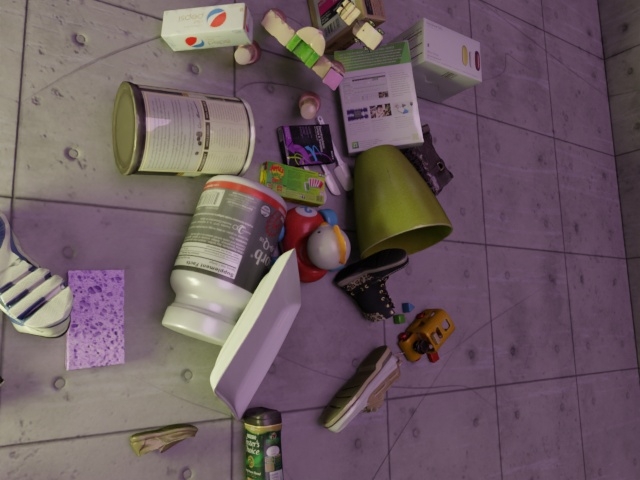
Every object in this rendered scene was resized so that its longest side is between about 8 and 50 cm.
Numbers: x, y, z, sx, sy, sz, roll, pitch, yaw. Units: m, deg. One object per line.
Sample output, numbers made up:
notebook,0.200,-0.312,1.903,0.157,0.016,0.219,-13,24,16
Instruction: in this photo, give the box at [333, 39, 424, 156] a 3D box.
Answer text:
box,0.176,-0.432,1.607,0.232,0.058,0.322,-8,87,1

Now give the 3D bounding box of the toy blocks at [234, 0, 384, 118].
toy blocks,-0.032,-0.541,1.445,0.288,0.309,0.260,38,21,-15

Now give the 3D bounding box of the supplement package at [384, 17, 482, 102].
supplement package,0.368,-0.586,1.744,0.261,0.204,0.145,6,78,-33

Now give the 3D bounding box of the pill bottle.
pill bottle,-0.224,0.049,1.232,0.210,0.210,0.363,26,70,-28

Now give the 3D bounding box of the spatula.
spatula,0.001,-0.238,1.553,0.168,0.019,0.242,-31,98,-28

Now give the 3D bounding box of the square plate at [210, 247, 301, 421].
square plate,-0.144,0.224,1.229,0.049,0.344,0.347,22,64,13

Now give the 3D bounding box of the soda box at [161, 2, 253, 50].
soda box,-0.277,-0.526,1.301,0.069,0.216,0.074,48,43,-73

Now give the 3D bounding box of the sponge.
sponge,-0.487,0.169,1.142,0.117,0.031,0.210,2,81,-34

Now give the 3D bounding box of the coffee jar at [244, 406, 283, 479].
coffee jar,-0.138,0.502,1.282,0.079,0.096,0.185,4,79,-36

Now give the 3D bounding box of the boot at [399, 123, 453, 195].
boot,0.332,-0.248,1.731,0.263,0.091,0.229,-32,99,-36

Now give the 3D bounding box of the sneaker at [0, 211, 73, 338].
sneaker,-0.600,0.088,1.028,0.315,0.182,0.127,41,55,12

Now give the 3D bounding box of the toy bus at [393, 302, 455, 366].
toy bus,0.327,0.299,1.625,0.190,0.104,0.202,13,75,-32

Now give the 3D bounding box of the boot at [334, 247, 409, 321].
boot,0.177,0.129,1.489,0.179,0.236,0.085,54,34,-19

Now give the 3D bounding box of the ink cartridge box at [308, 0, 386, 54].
ink cartridge box,0.071,-0.684,1.541,0.088,0.234,0.193,-10,87,-36

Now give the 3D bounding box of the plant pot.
plant pot,0.208,-0.122,1.544,0.274,0.275,0.294,-3,69,-34

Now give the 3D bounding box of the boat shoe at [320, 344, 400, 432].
boat shoe,0.127,0.428,1.463,0.302,0.113,0.103,-41,100,-33

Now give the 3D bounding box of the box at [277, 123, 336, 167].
box,-0.038,-0.272,1.508,0.162,0.029,0.116,-10,88,-31

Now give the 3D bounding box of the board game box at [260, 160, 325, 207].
board game box,-0.077,-0.154,1.460,0.181,0.043,0.092,9,77,-29

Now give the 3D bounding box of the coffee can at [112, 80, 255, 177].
coffee can,-0.318,-0.247,1.224,0.275,0.201,0.202,-2,83,-34

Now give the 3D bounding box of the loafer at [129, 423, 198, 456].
loafer,-0.348,0.445,1.178,0.148,0.056,0.050,-2,84,-24

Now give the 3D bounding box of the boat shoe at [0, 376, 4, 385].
boat shoe,-0.669,0.288,0.988,0.133,0.049,0.042,-26,104,-30

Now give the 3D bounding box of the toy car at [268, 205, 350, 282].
toy car,0.000,0.000,1.375,0.219,0.238,0.210,-10,87,-35
